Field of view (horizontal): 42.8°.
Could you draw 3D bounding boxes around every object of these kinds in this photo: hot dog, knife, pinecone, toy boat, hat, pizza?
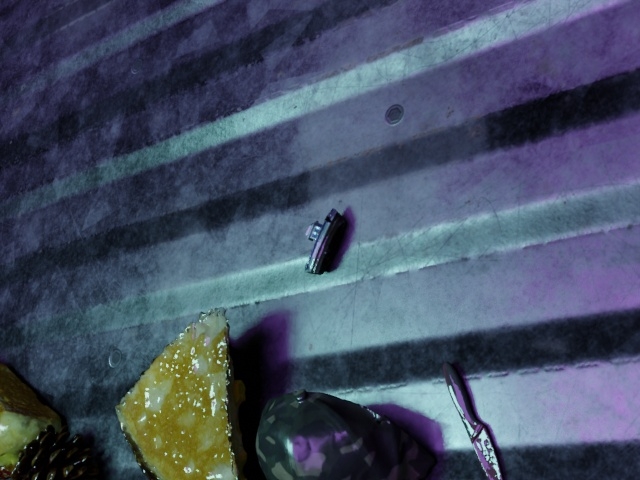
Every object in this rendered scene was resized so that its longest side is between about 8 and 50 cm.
[{"bbox_3d":[-0.832,0.460,2.044,0.405,0.185,0.223,25,90,40],"label":"hot dog"},{"bbox_3d":[0.258,0.312,1.356,0.035,0.018,0.247,-33,60,21],"label":"knife"},{"bbox_3d":[-0.597,0.527,1.847,0.208,0.208,0.207,-13,68,34],"label":"pinecone"},{"bbox_3d":[0.000,0.000,1.628,0.066,0.059,0.140,23,88,23],"label":"toy boat"},{"bbox_3d":[0.001,0.475,1.390,0.366,0.257,0.381,-19,45,35],"label":"hat"},{"bbox_3d":[-0.283,0.381,1.669,0.392,0.080,0.434,-19,70,38],"label":"pizza"}]

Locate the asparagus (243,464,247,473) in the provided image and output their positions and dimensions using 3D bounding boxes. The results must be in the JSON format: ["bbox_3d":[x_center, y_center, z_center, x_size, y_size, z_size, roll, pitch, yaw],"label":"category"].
[{"bbox_3d":[-0.223,0.440,1.678,0.236,0.027,0.034,9,102,41],"label":"asparagus"}]
